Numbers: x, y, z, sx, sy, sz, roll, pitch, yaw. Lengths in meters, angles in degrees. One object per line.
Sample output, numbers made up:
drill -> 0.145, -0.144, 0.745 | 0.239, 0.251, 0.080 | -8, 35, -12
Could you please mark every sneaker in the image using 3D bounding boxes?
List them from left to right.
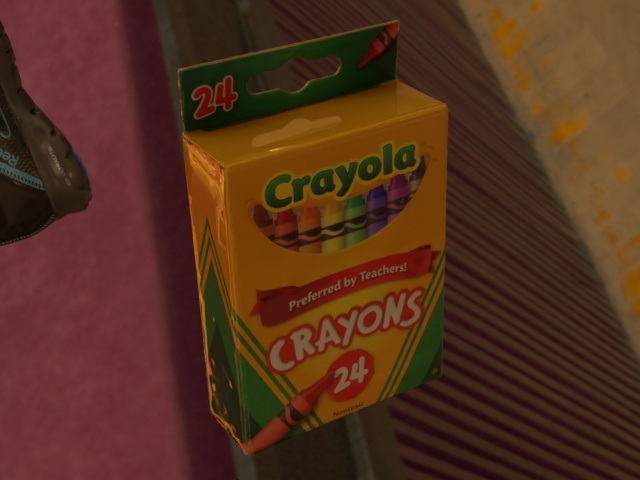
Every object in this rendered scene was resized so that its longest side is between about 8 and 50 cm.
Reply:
sneaker -> -0.360, -0.152, 1.072 | 0.139, 0.341, 0.125 | -31, 10, -14

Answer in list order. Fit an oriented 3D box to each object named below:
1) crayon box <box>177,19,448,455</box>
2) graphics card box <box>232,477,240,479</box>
crayon box -> 0.000, 0.000, 0.890 | 0.081, 0.202, 0.318 | 39, 140, 49
graphics card box -> 0.013, 0.413, 1.155 | 0.094, 0.233, 0.371 | -36, 24, -26
